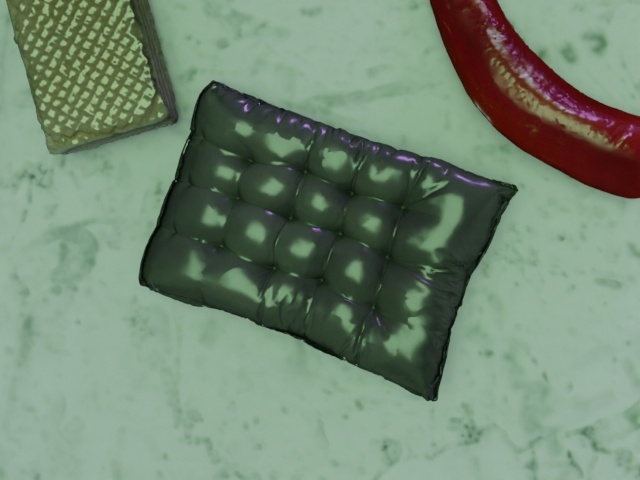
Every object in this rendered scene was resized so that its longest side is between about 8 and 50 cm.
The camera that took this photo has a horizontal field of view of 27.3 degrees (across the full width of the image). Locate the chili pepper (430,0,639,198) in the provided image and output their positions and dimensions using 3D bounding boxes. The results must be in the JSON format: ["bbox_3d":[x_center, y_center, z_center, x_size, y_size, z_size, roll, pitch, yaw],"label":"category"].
[{"bbox_3d":[0.223,-0.150,1.263,0.368,0.092,0.137,40,86,1],"label":"chili pepper"}]

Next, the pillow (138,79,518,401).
[{"bbox_3d":[0.000,0.000,1.293,0.326,0.101,0.228,20,92,4],"label":"pillow"}]

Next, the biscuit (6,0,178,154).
[{"bbox_3d":[-0.264,-0.304,1.317,0.144,0.078,0.425,-15,90,8],"label":"biscuit"}]
